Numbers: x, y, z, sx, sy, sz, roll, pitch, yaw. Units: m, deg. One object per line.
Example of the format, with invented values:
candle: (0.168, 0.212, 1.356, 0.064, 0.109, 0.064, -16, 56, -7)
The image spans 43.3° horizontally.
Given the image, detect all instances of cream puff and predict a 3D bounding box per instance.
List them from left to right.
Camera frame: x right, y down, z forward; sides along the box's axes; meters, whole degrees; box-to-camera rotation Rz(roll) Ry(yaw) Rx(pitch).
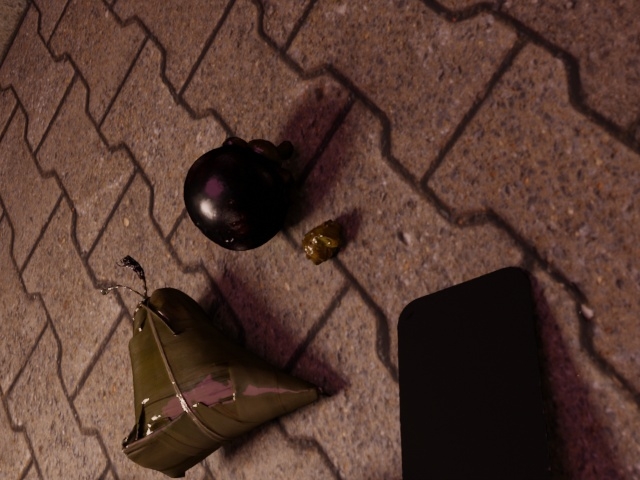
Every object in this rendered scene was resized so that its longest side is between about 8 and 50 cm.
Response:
cream puff: (0.000, 0.000, 1.435, 0.083, 0.058, 0.083, -15, 67, 43)

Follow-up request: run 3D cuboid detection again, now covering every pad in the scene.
pad: (0.252, 0.230, 1.154, 0.314, 0.063, 0.376, -24, 53, 39)

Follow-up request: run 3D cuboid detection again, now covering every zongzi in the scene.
zongzi: (-0.204, 0.179, 1.532, 0.418, 0.181, 0.447, -26, 57, 20)

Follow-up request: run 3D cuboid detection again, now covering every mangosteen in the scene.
mangosteen: (-0.138, -0.103, 1.518, 0.211, 0.211, 0.250, 22, 65, 45)
